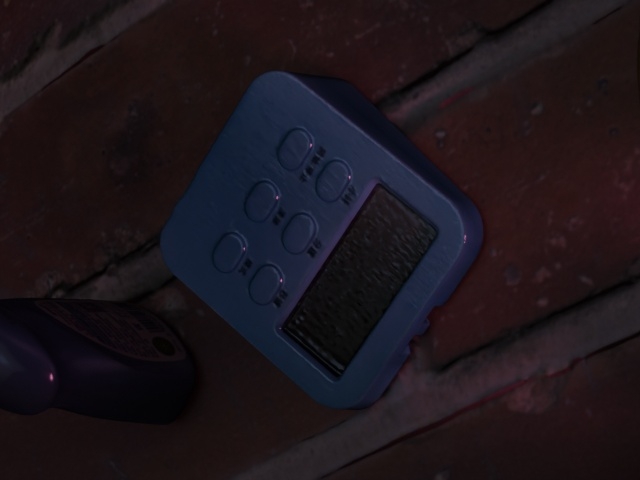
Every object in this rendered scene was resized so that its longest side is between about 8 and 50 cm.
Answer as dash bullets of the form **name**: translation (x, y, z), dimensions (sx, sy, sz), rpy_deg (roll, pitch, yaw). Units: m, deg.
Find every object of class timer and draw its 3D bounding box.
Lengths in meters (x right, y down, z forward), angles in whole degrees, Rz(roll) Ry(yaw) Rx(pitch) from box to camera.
- **timer**: translation (0.000, 0.000, 1.727), dimensions (0.250, 0.091, 0.232), rpy_deg (44, 112, 29)

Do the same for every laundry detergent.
- **laundry detergent**: translation (-0.254, 0.110, 1.791), dimensions (0.143, 0.290, 0.094), rpy_deg (45, 114, 34)

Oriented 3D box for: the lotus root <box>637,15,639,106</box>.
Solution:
- **lotus root**: translation (0.321, -0.130, 1.437), dimensions (0.169, 0.151, 0.343), rpy_deg (1, 88, 27)
